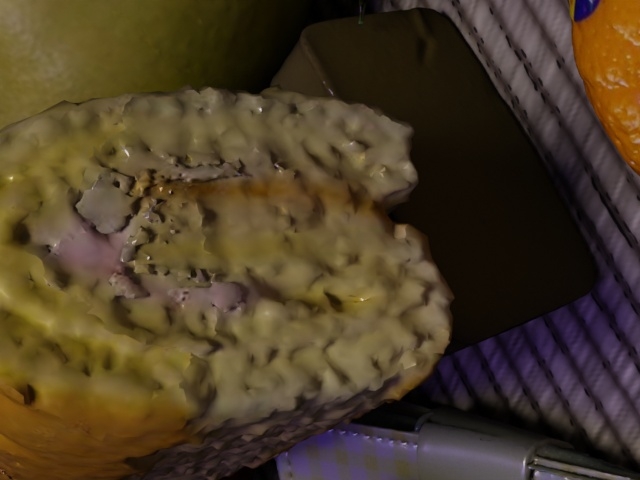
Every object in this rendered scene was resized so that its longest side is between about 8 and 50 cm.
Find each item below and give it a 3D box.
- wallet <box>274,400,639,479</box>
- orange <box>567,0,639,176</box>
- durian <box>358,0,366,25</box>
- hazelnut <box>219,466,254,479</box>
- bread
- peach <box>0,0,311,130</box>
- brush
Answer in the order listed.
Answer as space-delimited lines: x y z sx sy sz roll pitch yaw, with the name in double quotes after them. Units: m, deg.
0.112 0.213 0.702 0.309 0.077 0.223 6 109 43 "wallet"
0.191 -0.091 0.475 0.177 0.155 0.178 22 117 50 "orange"
0.077 -0.228 0.604 0.221 0.095 0.137 126 153 -42 "durian"
-0.159 0.162 0.885 0.210 0.186 0.210 3 117 6 "hazelnut"
-0.111 0.057 0.620 0.375 0.236 0.165 134 127 -64 "bread"
-0.154 -0.151 0.714 0.281 0.314 0.315 41 93 3 "peach"
0.061 -0.035 0.649 0.059 0.123 0.197 -42 70 48 "brush"
